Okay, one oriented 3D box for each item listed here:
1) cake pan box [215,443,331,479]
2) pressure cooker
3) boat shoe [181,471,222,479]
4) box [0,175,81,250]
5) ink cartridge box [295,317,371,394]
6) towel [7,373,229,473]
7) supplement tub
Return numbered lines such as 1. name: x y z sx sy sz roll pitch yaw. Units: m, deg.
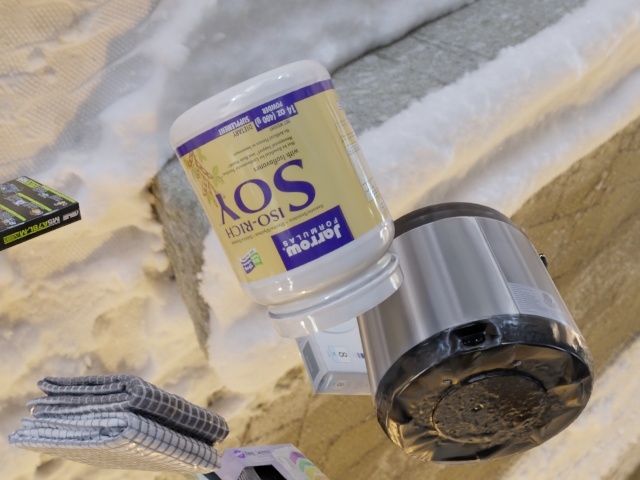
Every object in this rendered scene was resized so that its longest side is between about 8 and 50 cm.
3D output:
1. cake pan box: -0.078 0.562 1.449 0.267 0.246 0.070 21 97 -52
2. pressure cooker: 0.252 0.138 1.167 0.375 0.420 0.370 -25 130 13
3. boat shoe: -0.306 0.490 1.533 0.340 0.127 0.113 47 52 -8
4. box: -0.576 -0.051 1.184 0.184 0.191 0.045 -29 131 -46
5. ink cartridge box: 0.121 0.251 1.648 0.385 0.308 0.091 7 124 -27
6. towel: -0.332 0.311 1.082 0.235 0.284 0.121 43 46 -48
7. supplement tub: -0.040 -0.056 0.907 0.241 0.241 0.331 -29 99 -26
